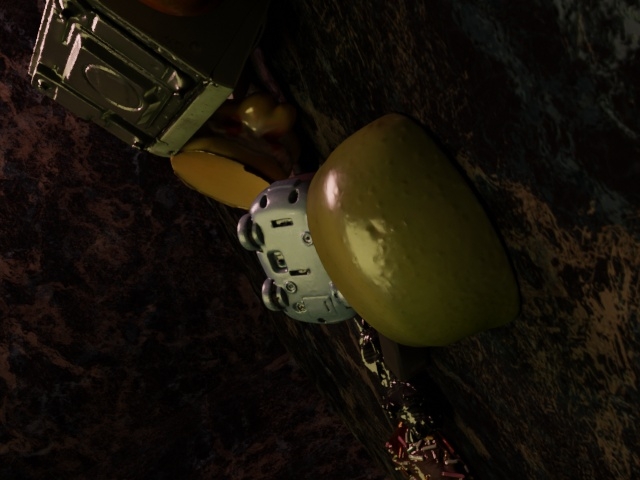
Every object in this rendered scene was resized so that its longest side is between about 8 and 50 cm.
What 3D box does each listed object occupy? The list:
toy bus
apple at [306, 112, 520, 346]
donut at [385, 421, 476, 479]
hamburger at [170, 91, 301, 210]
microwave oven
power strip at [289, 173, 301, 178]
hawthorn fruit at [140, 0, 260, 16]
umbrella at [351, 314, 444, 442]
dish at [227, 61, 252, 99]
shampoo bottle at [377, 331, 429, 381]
[{"bbox_3d":[0.000,0.000,1.325,0.197,0.232,0.294,-8,114,32],"label":"toy bus"},{"bbox_3d":[0.146,0.001,1.047,0.360,0.312,0.320,59,-148,5],"label":"apple"},{"bbox_3d":[0.295,0.602,1.779,0.345,0.136,0.259,44,164,44],"label":"donut"},{"bbox_3d":[-0.165,-0.199,1.446,0.261,0.186,0.303,22,164,-8],"label":"hamburger"},{"bbox_3d":[-0.305,-0.343,1.195,0.333,0.247,0.394,32,157,-19],"label":"microwave oven"},{"bbox_3d":[-0.054,-0.067,1.704,0.198,0.065,0.213,59,167,-8],"label":"power strip"},{"bbox_3d":[-0.188,-0.431,0.908,0.300,0.268,0.268,55,168,-12],"label":"hawthorn fruit"},{"bbox_3d":[0.167,0.310,1.610,0.336,0.128,0.154,59,170,12],"label":"umbrella"},{"bbox_3d":[-0.223,-0.400,1.548,0.212,0.077,0.151,42,158,54],"label":"dish"},{"bbox_3d":[0.170,0.198,1.426,0.079,0.080,0.246,48,163,37],"label":"shampoo bottle"}]
